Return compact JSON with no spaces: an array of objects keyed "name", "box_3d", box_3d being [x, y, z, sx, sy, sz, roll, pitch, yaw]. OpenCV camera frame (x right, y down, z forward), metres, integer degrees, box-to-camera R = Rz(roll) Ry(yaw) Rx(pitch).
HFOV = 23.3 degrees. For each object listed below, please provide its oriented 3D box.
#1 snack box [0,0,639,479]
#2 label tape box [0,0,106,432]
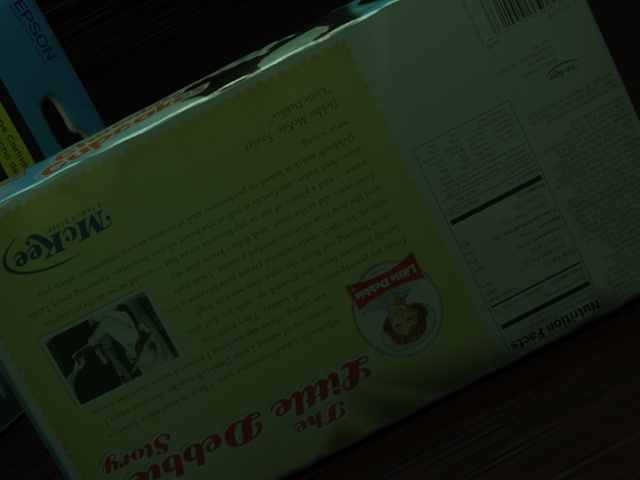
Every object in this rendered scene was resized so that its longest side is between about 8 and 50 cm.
[{"name":"snack box","box_3d":[0.000,0.000,0.749,0.322,0.187,0.060,-27,16,0]},{"name":"label tape box","box_3d":[-0.280,0.010,1.045,0.115,0.249,0.347,-13,21,40]}]
